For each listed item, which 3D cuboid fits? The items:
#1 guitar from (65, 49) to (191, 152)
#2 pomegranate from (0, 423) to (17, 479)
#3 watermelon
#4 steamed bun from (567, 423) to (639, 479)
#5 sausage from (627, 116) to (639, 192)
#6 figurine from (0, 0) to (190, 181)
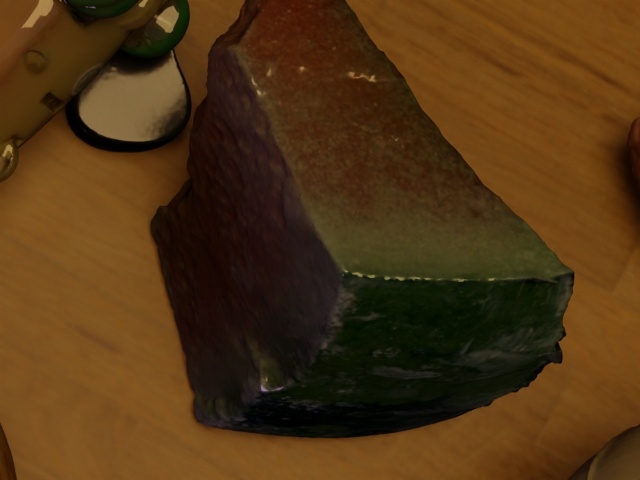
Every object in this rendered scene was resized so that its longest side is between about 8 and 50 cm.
[{"bbox_3d":[-0.133,-0.197,1.333,0.084,0.038,0.271,1,80,-14],"label":"guitar"},{"bbox_3d":[-0.281,0.155,1.161,0.215,0.215,0.215,2,80,-13],"label":"pomegranate"},{"bbox_3d":[-0.007,0.012,1.232,0.151,0.264,0.302,-32,78,-30],"label":"watermelon"},{"bbox_3d":[0.283,0.284,1.199,0.334,0.334,0.374,-25,82,-16],"label":"steamed bun"},{"bbox_3d":[0.304,0.033,1.370,0.086,0.086,0.289,-22,87,-16],"label":"sausage"},{"bbox_3d":[-0.228,-0.166,1.250,0.324,0.124,0.222,-46,78,1],"label":"figurine"}]
